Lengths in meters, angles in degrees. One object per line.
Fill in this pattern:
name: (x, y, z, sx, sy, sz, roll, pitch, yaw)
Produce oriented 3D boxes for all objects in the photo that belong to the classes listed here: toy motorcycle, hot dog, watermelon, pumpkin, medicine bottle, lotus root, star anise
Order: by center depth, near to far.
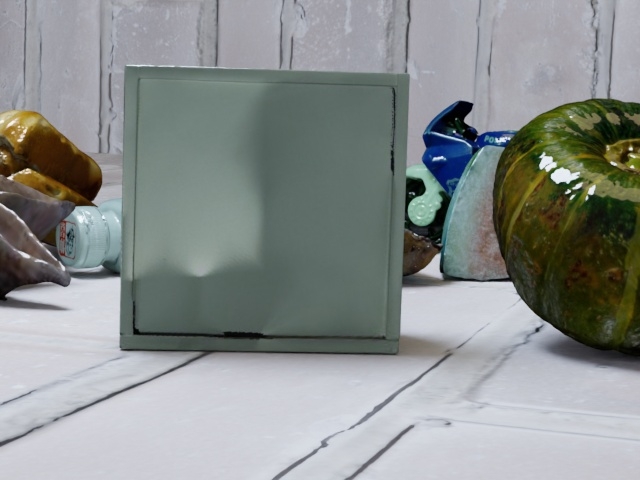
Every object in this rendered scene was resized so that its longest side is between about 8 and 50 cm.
pumpkin: (0.266, 0.000, 1.242, 0.260, 0.189, 0.260, 2, 33, -1)
star anise: (-0.397, -0.003, 1.398, 0.349, 0.109, 0.292, -5, 15, -27)
medicine bottle: (-0.174, -0.008, 1.607, 0.228, 0.083, 0.121, -2, 5, -37)
watermelon: (0.257, -0.012, 1.658, 0.241, 0.154, 0.094, 14, 5, -8)
lotus root: (-0.001, 0.000, 1.671, 0.167, 0.078, 0.329, 24, -6, -25)
hot dog: (-0.315, -0.056, 1.673, 0.100, 0.135, 0.337, -17, -8, 2)
toy motorcycle: (0.244, -0.077, 1.848, 0.331, 0.196, 0.125, 3, 6, 26)

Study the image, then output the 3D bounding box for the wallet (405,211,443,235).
wallet: (0.075, -0.053, 2.176, 0.228, 0.062, 0.406, 0, 7, -21)

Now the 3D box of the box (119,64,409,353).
box: (-0.047, -0.029, 1.207, 0.225, 0.225, 0.117, 2, 6, -4)
